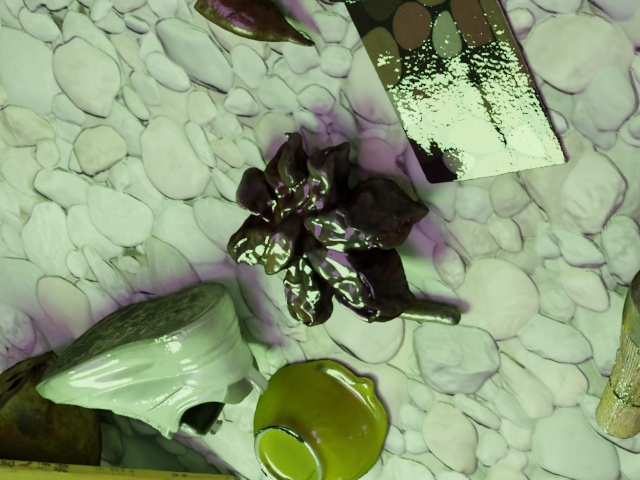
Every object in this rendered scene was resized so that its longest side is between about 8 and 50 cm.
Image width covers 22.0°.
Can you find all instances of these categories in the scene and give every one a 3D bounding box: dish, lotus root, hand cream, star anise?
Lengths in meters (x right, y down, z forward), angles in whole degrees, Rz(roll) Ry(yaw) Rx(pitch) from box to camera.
[{"bbox_3d":[-0.014,0.212,1.767,0.149,0.080,0.208,44,140,2],"label":"dish"},{"bbox_3d":[-0.359,0.256,1.989,0.180,0.199,0.188,56,152,-12],"label":"lotus root"},{"bbox_3d":[0.286,0.108,1.447,0.084,0.084,0.203,32,141,16],"label":"hand cream"},{"bbox_3d":[-0.003,0.004,1.584,0.214,0.099,0.220,43,139,19],"label":"star anise"}]

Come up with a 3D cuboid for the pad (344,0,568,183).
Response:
[{"bbox_3d":[0.108,-0.157,1.438,0.158,0.003,0.235,-8,116,43],"label":"pad"}]

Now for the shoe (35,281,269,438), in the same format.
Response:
[{"bbox_3d":[-0.175,0.156,1.829,0.316,0.124,0.159,-22,112,46],"label":"shoe"}]

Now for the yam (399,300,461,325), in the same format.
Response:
[{"bbox_3d":[0.086,0.068,1.616,0.116,0.021,0.021,9,126,34],"label":"yam"}]

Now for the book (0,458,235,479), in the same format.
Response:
[{"bbox_3d":[-0.317,0.345,1.981,0.389,0.032,0.269,7,138,-16],"label":"book"}]

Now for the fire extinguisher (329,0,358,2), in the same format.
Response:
[{"bbox_3d":[0.003,-0.343,1.318,0.118,0.093,0.294,-13,113,16],"label":"fire extinguisher"}]

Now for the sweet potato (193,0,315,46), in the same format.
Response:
[{"bbox_3d":[-0.057,-0.204,1.511,0.117,0.049,0.049,27,136,6],"label":"sweet potato"}]
